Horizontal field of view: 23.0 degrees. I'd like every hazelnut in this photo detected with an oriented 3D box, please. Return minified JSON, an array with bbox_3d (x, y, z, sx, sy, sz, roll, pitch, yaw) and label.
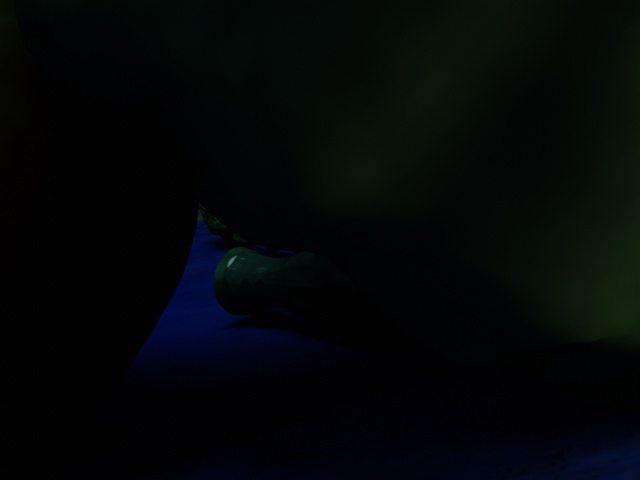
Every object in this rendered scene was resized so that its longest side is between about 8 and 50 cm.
[{"bbox_3d":[-0.152,-0.020,0.557,0.217,0.217,0.251,-11,31,-4],"label":"hazelnut"}]

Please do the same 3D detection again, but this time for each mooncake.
[{"bbox_3d":[0.054,-0.106,0.517,0.356,0.194,0.356,25,23,-12],"label":"mooncake"}]

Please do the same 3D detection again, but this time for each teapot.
[{"bbox_3d":[-0.003,0.019,0.665,0.043,0.042,0.111,-21,12,-38],"label":"teapot"}]

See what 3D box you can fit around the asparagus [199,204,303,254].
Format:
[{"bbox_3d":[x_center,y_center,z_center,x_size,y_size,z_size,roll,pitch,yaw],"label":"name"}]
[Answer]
[{"bbox_3d":[0.000,0.000,0.779,0.233,0.022,0.023,11,69,53],"label":"asparagus"}]
